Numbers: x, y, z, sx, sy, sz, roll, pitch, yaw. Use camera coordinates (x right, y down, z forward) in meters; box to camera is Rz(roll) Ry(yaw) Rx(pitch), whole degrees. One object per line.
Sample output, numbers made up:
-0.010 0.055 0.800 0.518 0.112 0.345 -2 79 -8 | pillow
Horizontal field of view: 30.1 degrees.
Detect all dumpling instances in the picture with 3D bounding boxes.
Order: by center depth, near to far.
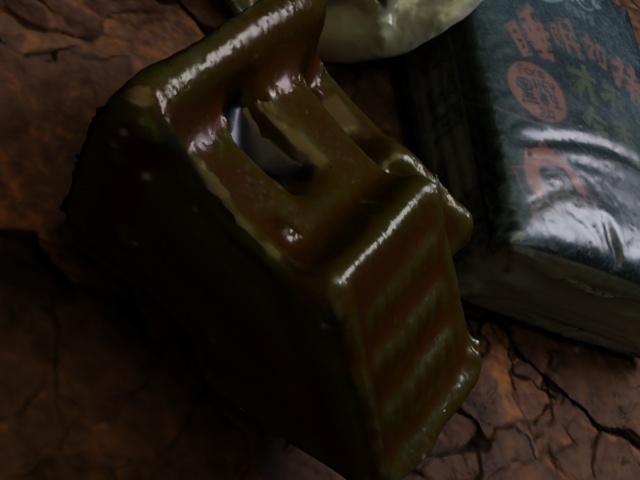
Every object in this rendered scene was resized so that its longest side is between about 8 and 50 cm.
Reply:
0.026 -0.215 0.857 0.252 0.131 0.179 3 77 -14 | dumpling

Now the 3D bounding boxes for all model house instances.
0.008 -0.007 0.649 0.239 0.173 0.268 47 42 -1 | model house

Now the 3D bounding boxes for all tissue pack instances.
0.177 -0.080 0.918 0.228 0.103 0.315 19 49 -33 | tissue pack
